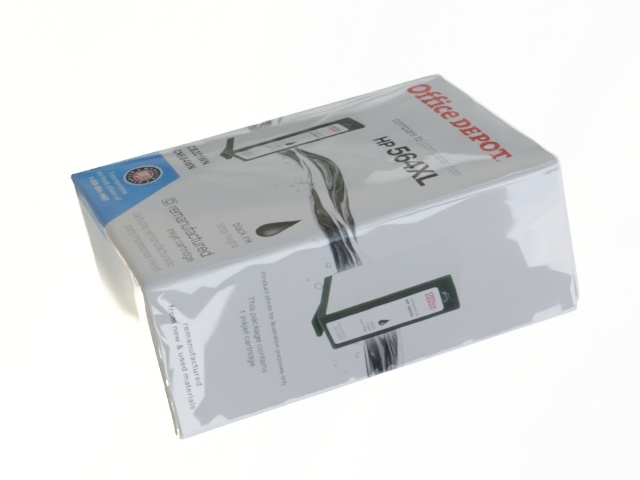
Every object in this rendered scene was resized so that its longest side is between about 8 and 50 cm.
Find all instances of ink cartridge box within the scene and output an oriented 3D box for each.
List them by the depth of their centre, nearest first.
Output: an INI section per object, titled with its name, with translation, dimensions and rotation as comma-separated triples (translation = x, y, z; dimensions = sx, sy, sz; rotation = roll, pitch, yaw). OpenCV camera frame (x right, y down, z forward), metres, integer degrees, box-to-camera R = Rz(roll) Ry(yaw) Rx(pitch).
[ink cartridge box]
translation = 0.000, 0.000, 0.912
dimensions = 0.203, 0.086, 0.148
rotation = -18, -153, -14
